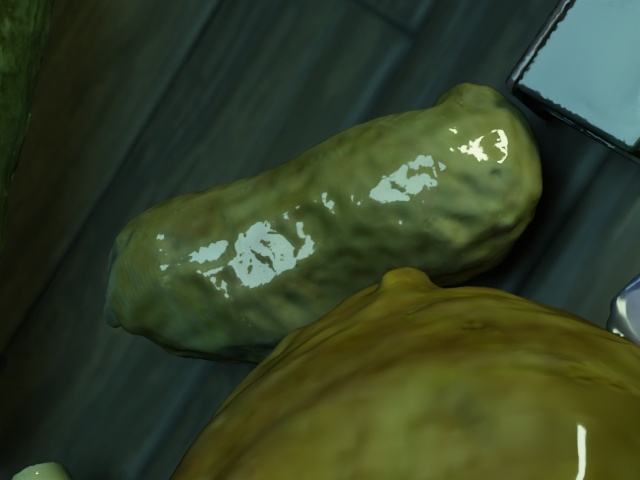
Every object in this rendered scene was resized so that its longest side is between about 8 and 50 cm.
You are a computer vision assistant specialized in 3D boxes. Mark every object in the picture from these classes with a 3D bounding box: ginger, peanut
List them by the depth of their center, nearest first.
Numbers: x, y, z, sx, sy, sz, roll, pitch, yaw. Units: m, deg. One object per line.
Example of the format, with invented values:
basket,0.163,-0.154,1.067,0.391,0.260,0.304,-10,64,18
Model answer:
ginger,0.052,0.115,0.403,0.223,0.269,0.200,-12,112,40
peanut,0.000,0.000,0.580,0.214,0.099,0.099,-27,67,19

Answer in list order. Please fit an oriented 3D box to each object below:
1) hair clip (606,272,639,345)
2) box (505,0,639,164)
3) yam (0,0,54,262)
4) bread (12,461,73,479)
hair clip,0.217,-0.051,0.466,0.278,0.090,0.137,-45,48,7
box,0.129,-0.078,0.535,0.063,0.060,0.084,36,98,27
yam,-0.254,-0.025,0.680,0.195,0.195,0.300,6,81,32
bread,-0.128,0.216,0.624,0.139,0.060,0.178,-45,61,17
